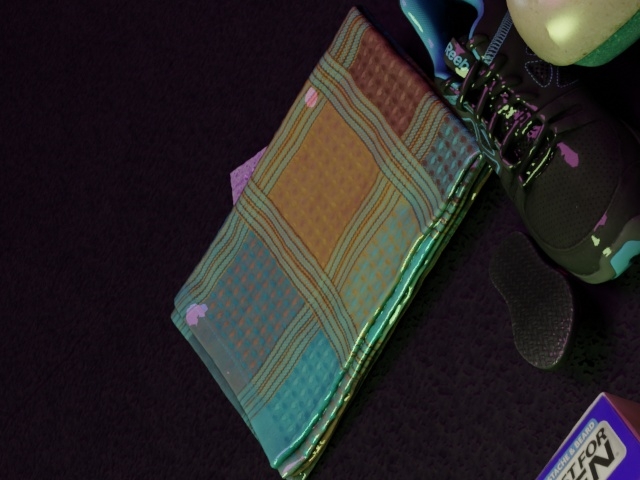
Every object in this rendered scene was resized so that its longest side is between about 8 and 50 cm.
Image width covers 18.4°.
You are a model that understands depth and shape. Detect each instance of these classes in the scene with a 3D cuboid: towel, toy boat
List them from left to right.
[{"bbox_3d":[0.000,0.000,1.806,0.370,0.040,0.271,-60,42,21],"label":"towel"},{"bbox_3d":[0.280,-0.243,1.496,0.318,0.148,0.267,-11,48,56],"label":"toy boat"}]

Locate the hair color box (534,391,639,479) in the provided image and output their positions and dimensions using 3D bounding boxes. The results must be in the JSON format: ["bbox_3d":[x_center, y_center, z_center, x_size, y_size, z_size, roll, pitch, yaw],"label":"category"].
[{"bbox_3d":[0.280,0.250,1.195,0.110,0.185,0.339,-57,36,18],"label":"hair color box"}]

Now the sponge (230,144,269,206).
[{"bbox_3d":[-0.012,-0.059,1.905,0.210,0.031,0.117,-34,48,40],"label":"sponge"}]

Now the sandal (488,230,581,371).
[{"bbox_3d":[0.180,0.048,1.580,0.067,0.040,0.179,-52,23,16],"label":"sandal"}]

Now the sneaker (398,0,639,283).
[{"bbox_3d":[0.158,-0.097,1.588,0.125,0.139,0.341,-51,39,23],"label":"sneaker"}]
